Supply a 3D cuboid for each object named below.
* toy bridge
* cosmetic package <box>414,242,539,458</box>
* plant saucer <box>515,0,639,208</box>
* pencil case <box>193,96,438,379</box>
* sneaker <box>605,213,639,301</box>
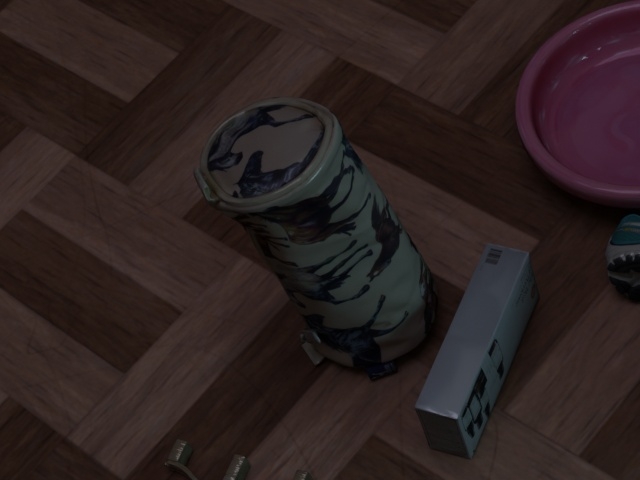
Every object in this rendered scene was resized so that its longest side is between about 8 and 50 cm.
[{"bbox_3d":[-0.105,0.287,1.999,0.188,0.026,0.063,10,59,24],"label":"toy bridge"},{"bbox_3d":[0.189,0.129,1.980,0.060,0.099,0.239,14,60,23],"label":"cosmetic package"},{"bbox_3d":[0.418,-0.164,2.138,0.332,0.084,0.332,-8,53,11],"label":"plant saucer"},{"bbox_3d":[0.000,0.000,1.938,0.183,0.410,0.160,-42,51,-6],"label":"pencil case"},{"bbox_3d":[0.476,0.003,1.985,0.275,0.107,0.110,1,46,19],"label":"sneaker"}]
